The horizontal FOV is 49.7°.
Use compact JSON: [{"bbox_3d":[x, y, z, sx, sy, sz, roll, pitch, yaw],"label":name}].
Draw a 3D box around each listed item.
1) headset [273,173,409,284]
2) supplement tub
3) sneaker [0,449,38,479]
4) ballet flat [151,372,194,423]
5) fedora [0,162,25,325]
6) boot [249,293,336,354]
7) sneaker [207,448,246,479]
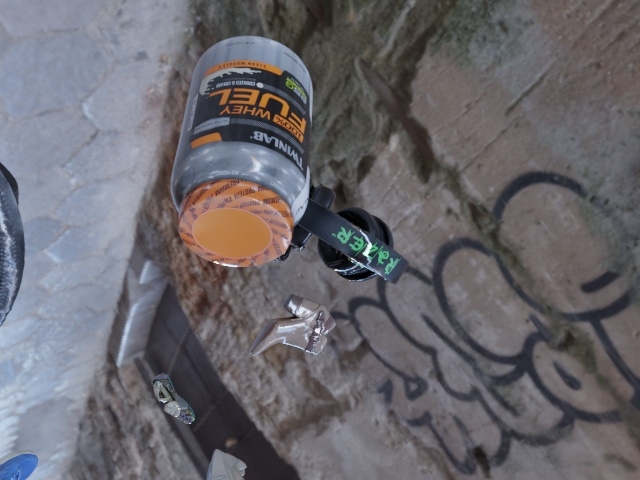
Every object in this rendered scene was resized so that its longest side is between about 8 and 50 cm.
[{"bbox_3d":[0.000,0.000,1.254,0.185,0.243,0.394,-58,-159,2],"label":"headset"},{"bbox_3d":[-0.109,-0.131,1.004,0.193,0.316,0.194,0,142,0],"label":"supplement tub"},{"bbox_3d":[-0.436,0.348,0.949,0.152,0.084,0.058,-20,120,-56],"label":"sneaker"},{"bbox_3d":[-0.276,0.294,1.265,0.041,0.114,0.041,-33,152,-20],"label":"ballet flat"},{"bbox_3d":[-0.463,-0.009,0.791,0.334,0.334,0.152,-37,-172,14],"label":"fedora"},{"bbox_3d":[-0.036,0.138,1.003,0.118,0.087,0.042,-51,-161,0],"label":"boot"},{"bbox_3d":[-0.142,0.372,1.020,0.152,0.061,0.054,-85,-166,-63],"label":"sneaker"}]
